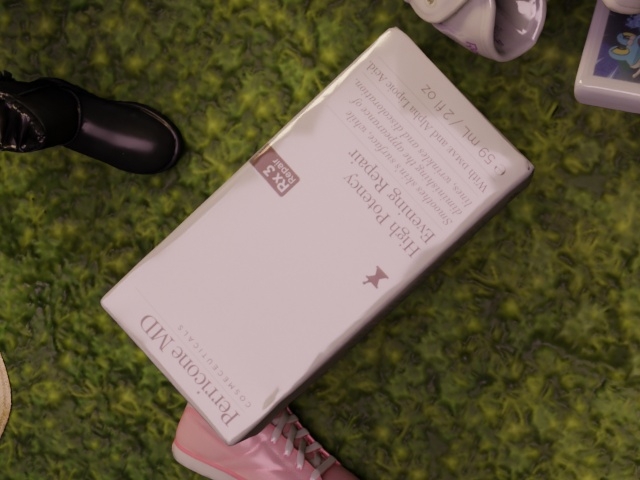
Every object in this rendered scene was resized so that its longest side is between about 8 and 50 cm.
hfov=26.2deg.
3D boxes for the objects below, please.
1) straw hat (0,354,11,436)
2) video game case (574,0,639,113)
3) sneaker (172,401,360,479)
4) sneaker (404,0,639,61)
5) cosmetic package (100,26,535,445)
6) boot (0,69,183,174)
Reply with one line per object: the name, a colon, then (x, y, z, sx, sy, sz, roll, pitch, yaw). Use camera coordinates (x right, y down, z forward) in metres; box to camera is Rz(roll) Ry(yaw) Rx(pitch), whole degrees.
straw hat: (-0.288, 0.108, 0.929, 0.144, 0.061, 0.144, 2, 98, 17)
video game case: (0.242, -0.143, 0.699, 0.183, 0.023, 0.201, 13, 70, 16)
sneaker: (-0.027, 0.123, 0.853, 0.134, 0.051, 0.070, 19, 107, 19)
sneaker: (0.044, -0.170, 0.723, 0.305, 0.114, 0.152, 6, 100, 42)
cosmetic package: (0.000, 0.000, 0.790, 0.231, 0.085, 0.117, -44, 82, 4)
boot: (-0.156, -0.070, 0.844, 0.121, 0.099, 0.045, 24, 105, 13)
